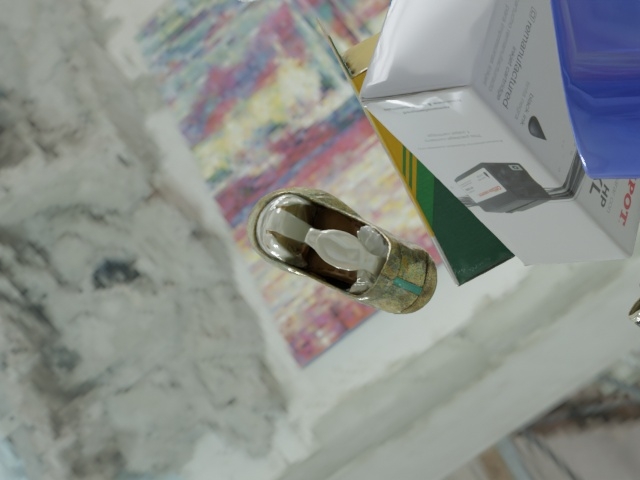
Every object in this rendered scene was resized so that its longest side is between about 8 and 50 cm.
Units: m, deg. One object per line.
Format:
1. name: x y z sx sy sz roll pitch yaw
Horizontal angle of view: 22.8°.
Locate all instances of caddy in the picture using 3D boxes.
1. caddy: 0.251 -0.191 1.031 0.241 0.179 0.341 -35 -63 -69

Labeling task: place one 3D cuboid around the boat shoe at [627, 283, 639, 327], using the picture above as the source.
1. boat shoe: 0.386 0.061 1.826 0.043 0.137 0.049 23 -119 12

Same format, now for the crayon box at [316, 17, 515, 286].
1. crayon box: 0.109 -0.125 1.847 0.323 0.083 0.203 61 -177 -14

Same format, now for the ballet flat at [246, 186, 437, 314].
1. ballet flat: 0.000 0.000 2.041 0.348 0.123 0.123 25 -176 43

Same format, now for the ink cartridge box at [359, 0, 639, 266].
1. ink cartridge box: 0.196 -0.145 1.501 0.307 0.129 0.223 41 -123 -42
